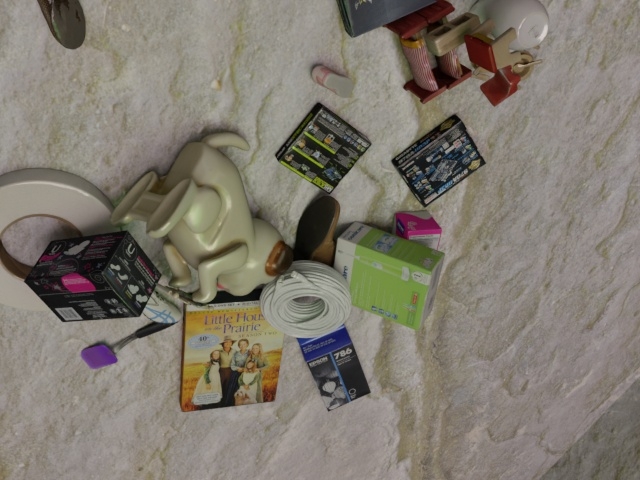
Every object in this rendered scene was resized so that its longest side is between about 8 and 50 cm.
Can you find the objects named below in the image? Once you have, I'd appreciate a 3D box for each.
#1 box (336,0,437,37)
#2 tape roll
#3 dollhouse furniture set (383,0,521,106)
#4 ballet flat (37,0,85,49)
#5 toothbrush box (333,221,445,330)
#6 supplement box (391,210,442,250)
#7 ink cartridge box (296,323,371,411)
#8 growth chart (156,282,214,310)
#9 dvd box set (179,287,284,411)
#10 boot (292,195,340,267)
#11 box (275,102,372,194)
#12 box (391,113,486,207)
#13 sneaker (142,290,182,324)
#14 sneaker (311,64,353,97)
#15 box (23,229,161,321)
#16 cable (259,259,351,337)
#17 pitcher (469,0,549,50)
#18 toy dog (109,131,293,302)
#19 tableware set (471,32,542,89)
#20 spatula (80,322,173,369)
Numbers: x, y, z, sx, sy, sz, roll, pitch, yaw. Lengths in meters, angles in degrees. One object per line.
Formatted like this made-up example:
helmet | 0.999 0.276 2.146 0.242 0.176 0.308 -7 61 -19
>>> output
box | 0.145 -0.605 1.642 0.232 0.059 0.183 -23 128 -3
tape roll | -0.691 0.006 1.754 0.391 0.072 0.392 -9 124 -13
dollhouse furniture set | 0.308 -0.411 1.637 0.152 0.374 0.201 -30 126 -4
ballet flat | -0.564 -0.517 1.462 0.084 0.058 0.250 -48 140 -30
toothbrush box | 0.185 0.098 1.992 0.283 0.122 0.206 19 124 20
supplement box | 0.271 0.034 2.081 0.113 0.111 0.220 -3 123 -17
ink cartridge box | 0.045 0.406 2.284 0.165 0.065 0.333 -23 126 -2
growth chart | -0.373 0.140 1.842 0.021 0.171 0.237 -63 158 -6
dvd box set | -0.265 0.333 2.126 0.307 0.062 0.421 -2 123 -19
boot | 0.000 0.000 1.985 0.115 0.112 0.305 -3 131 -36
box | 0.009 -0.238 1.852 0.190 0.045 0.184 29 112 -33
box | 0.332 -0.220 1.971 0.220 0.051 0.175 -37 127 7
sneaker | -0.469 0.160 1.929 0.237 0.085 0.086 33 100 -37
sneaker | 0.027 -0.399 1.752 0.134 0.070 0.051 10 114 -58
box | -0.534 0.088 1.670 0.247 0.142 0.163 -6 133 26
cable | -0.043 0.168 1.970 0.257 0.089 0.257 21 131 -22
pitcher | 0.477 -0.557 1.699 0.125 0.207 0.178 33 106 -34
toy dog | -0.260 -0.029 1.788 0.408 0.284 0.396 49 58 -35
tableware set | 0.489 -0.469 1.866 0.194 0.039 0.128 7 120 -23
spatula | -0.546 0.287 2.017 0.296 0.030 0.084 -27 125 0
